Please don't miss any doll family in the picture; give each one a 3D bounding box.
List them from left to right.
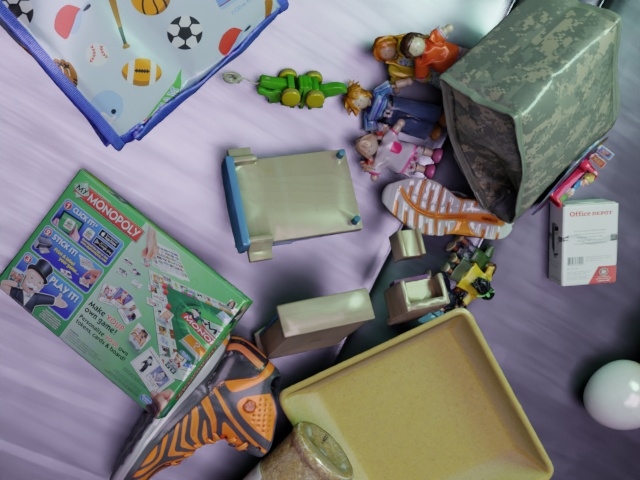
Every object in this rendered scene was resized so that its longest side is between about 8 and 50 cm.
[{"bbox_3d":[0.126,-0.223,1.498,0.163,0.118,0.263,15,115,-21],"label":"doll family"},{"bbox_3d":[0.223,0.088,1.585,0.111,0.076,0.193,38,95,-20],"label":"doll family"}]

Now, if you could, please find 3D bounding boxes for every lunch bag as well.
[{"bbox_3d":[-0.279,-0.359,1.309,0.328,0.239,0.385,-42,99,-4],"label":"lunch bag"},{"bbox_3d":[0.312,-0.186,1.434,0.235,0.169,0.287,-43,145,-16],"label":"lunch bag"}]

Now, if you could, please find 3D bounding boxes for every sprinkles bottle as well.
[{"bbox_3d":[-0.108,0.438,1.513,0.121,0.121,0.355,41,102,-16],"label":"sprinkles bottle"}]

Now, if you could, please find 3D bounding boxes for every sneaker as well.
[{"bbox_3d":[-0.176,0.299,1.486,0.180,0.124,0.321,36,104,-12],"label":"sneaker"},{"bbox_3d":[0.193,-0.045,1.542,0.215,0.083,0.084,15,92,-15],"label":"sneaker"}]

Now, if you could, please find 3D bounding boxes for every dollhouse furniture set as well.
[{"bbox_3d":[0.000,0.000,1.507,0.286,0.198,0.303,-10,77,-17],"label":"dollhouse furniture set"}]

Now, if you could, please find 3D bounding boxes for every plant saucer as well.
[{"bbox_3d":[0.153,0.293,1.566,0.333,0.081,0.333,-26,106,12],"label":"plant saucer"}]

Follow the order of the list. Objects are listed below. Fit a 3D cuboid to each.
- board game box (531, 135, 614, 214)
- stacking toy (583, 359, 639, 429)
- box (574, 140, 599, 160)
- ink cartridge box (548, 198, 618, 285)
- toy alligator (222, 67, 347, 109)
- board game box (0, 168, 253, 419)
[{"bbox_3d":[0.401,-0.090,1.538,0.033,0.169,0.133,45,49,12],"label":"board game box"},{"bbox_3d":[0.667,0.193,1.618,0.480,0.350,0.350,-18,104,9],"label":"stacking toy"},{"bbox_3d":[0.364,-0.213,1.574,0.145,0.038,0.186,-14,104,-9],"label":"box"},{"bbox_3d":[0.433,0.001,1.618,0.099,0.056,0.135,-3,101,-12],"label":"ink cartridge box"},{"bbox_3d":[-0.056,-0.224,1.477,0.190,0.056,0.051,2,140,-12],"label":"toy alligator"},{"bbox_3d":[-0.285,0.075,1.415,0.317,0.046,0.213,38,90,10],"label":"board game box"}]
